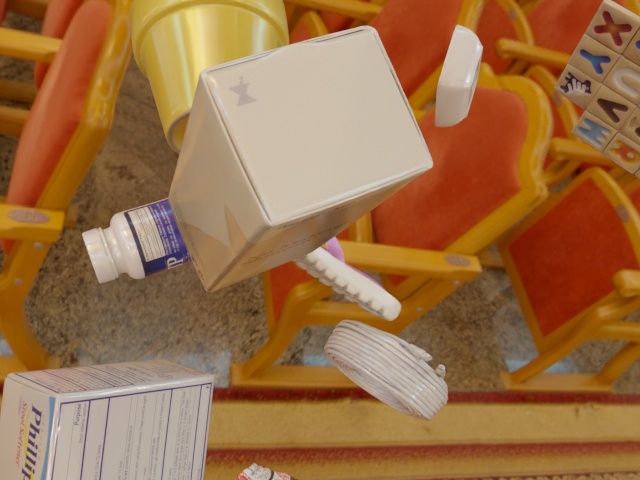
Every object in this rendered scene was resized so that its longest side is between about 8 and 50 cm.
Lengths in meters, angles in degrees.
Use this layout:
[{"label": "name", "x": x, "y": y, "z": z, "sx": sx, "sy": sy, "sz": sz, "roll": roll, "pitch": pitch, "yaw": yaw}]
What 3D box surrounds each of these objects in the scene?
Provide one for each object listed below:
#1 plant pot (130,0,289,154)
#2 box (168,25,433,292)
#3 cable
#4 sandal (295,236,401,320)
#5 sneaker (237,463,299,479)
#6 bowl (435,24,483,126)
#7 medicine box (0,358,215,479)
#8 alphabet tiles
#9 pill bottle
[{"label": "plant pot", "x": -0.170, "y": -0.266, "z": 1.001, "sx": 0.254, "sy": 0.254, "sz": 0.239, "roll": 3, "pitch": 64, "yaw": -25}, {"label": "box", "x": -0.043, "y": -0.052, "z": 0.579, "sx": 0.148, "sy": 0.311, "sz": 0.121, "roll": -21, "pitch": 85, "yaw": -20}, {"label": "cable", "x": 0.127, "y": 0.254, "z": 1.219, "sx": 0.257, "sy": 0.257, "sz": 0.089, "roll": 24, "pitch": 70, "yaw": 33}, {"label": "sandal", "x": -0.007, "y": -0.002, "z": 1.123, "sx": 0.416, "sy": 0.169, "sz": 0.102, "roll": 40, "pitch": 78, "yaw": -25}, {"label": "sneaker", "x": -0.133, "y": 0.592, "z": 1.375, "sx": 0.145, "sy": 0.090, "sz": 0.270, "roll": 22, "pitch": 13, "yaw": 0}, {"label": "bowl", "x": 0.238, "y": -0.274, "z": 1.076, "sx": 0.053, "sy": 0.142, "sz": 0.142, "roll": 15, "pitch": 68, "yaw": 13}, {"label": "medicine box", "x": -0.328, "y": 0.335, "z": 0.973, "sx": 0.289, "sy": 0.149, "sz": 0.263, "roll": 7, "pitch": 90, "yaw": -51}, {"label": "alphabet tiles", "x": 0.485, "y": -0.166, "z": 0.832, "sx": 0.342, "sy": 0.285, "sz": 0.011, "roll": 39, "pitch": 67, "yaw": 15}, {"label": "pill bottle", "x": -0.273, "y": -0.002, "z": 1.002, "sx": 0.187, "sy": 0.112, "sz": 0.112, "roll": -19, "pitch": 62, "yaw": -19}]
